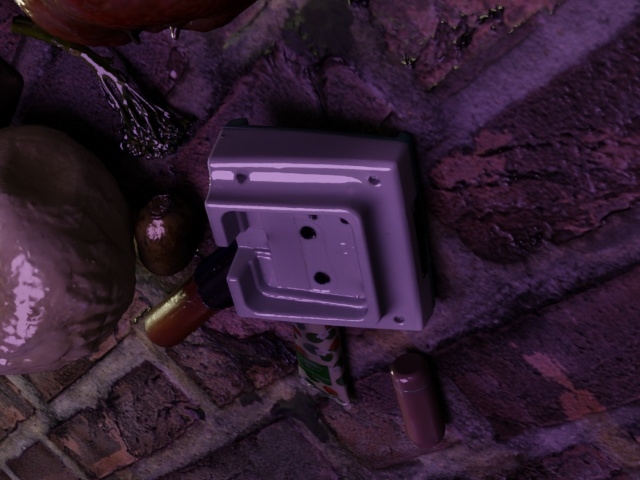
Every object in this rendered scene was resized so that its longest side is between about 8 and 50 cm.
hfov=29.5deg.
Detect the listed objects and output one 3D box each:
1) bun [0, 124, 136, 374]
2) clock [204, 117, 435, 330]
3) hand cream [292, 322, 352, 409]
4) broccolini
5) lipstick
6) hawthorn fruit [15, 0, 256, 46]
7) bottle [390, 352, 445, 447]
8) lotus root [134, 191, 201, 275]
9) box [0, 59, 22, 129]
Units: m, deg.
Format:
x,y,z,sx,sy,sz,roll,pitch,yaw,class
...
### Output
x,y,z,sx,sy,sz,roll,pitch,yaw,class
-0.381,0.015,1.710,0.352,0.227,0.349,-34,58,56,bun
0.000,0.000,1.395,0.231,0.116,0.262,7,135,21,clock
-0.003,0.137,1.648,0.095,0.059,0.276,27,148,25,hand cream
-0.286,-0.192,1.558,0.271,0.062,0.123,37,131,-1,broccolini
-0.163,0.075,1.719,0.077,0.077,0.418,46,148,-5,lipstick
-0.187,-0.354,1.110,0.285,0.285,0.369,-3,117,47,hawthorn fruit
0.128,0.210,1.593,0.053,0.053,0.140,15,138,35,bottle
-0.207,-0.006,1.662,0.080,0.089,0.179,47,157,21,lotus root
-0.568,-0.191,1.774,0.184,0.143,0.273,42,147,-1,box
